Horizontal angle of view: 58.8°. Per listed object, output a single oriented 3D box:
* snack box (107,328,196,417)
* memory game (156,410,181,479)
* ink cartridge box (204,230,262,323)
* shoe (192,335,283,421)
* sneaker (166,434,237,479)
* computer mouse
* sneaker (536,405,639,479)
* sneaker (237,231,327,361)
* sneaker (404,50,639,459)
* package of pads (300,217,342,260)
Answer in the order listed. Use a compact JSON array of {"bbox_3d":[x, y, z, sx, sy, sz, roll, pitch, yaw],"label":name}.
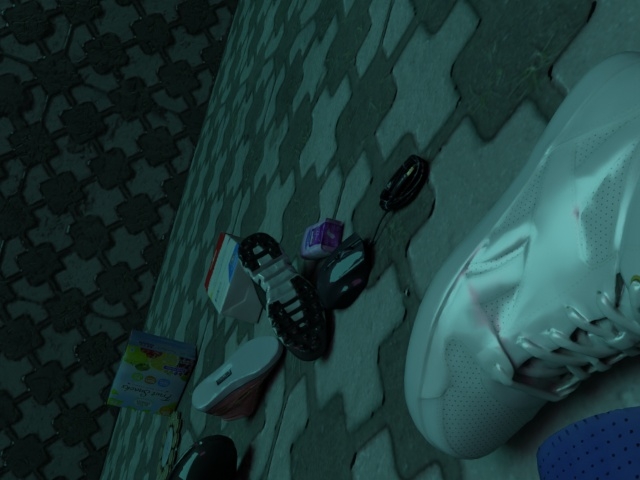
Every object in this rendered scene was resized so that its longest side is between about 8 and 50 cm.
[{"bbox_3d":[-0.437,0.349,1.475,0.070,0.174,0.207,-105,37,-60],"label":"snack box"},{"bbox_3d":[-0.383,0.524,1.435,0.186,0.012,0.186,-50,31,47],"label":"memory game"},{"bbox_3d":[-0.168,0.066,1.145,0.231,0.078,0.134,27,99,69],"label":"ink cartridge box"},{"bbox_3d":[-0.118,0.227,0.923,0.178,0.081,0.063,-38,43,8],"label":"shoe"},{"bbox_3d":[-0.185,0.469,0.865,0.146,0.122,0.331,23,96,51],"label":"sneaker"},{"bbox_3d":[0.053,-0.006,0.696,0.242,0.041,0.071,-60,23,29],"label":"computer mouse"},{"bbox_3d":[0.127,0.188,0.162,0.127,0.182,0.316,-55,28,35],"label":"sneaker"},{"bbox_3d":[-0.045,0.091,0.827,0.234,0.078,0.106,54,170,42],"label":"sneaker"},{"bbox_3d":[0.152,0.042,0.315,0.293,0.108,0.169,-66,19,16],"label":"sneaker"},{"bbox_3d":[0.000,0.000,0.836,0.083,0.031,0.050,158,123,-64],"label":"package of pads"}]
